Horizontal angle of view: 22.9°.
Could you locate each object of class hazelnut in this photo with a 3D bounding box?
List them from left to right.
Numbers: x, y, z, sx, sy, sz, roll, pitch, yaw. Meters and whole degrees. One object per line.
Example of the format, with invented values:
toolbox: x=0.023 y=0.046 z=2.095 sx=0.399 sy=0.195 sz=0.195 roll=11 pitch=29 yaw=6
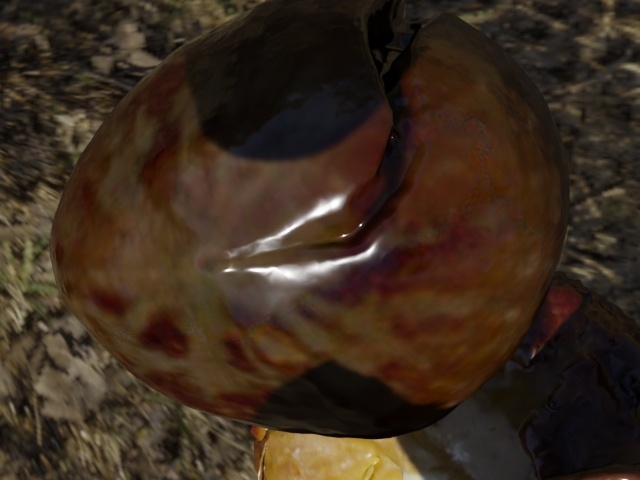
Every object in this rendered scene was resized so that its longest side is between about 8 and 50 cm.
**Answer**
hazelnut: x=0.000 y=0.000 z=0.710 sx=0.233 sy=0.218 sz=0.218 roll=-25 pitch=104 yaw=25

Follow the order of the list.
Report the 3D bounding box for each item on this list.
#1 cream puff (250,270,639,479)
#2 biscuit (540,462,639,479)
cream puff: x=0.124 y=0.161 z=1.060 sx=0.228 sy=0.350 sz=0.351 roll=-28 pitch=105 yaw=-49
biscuit: x=0.131 y=0.205 z=0.785 sx=0.228 sy=0.031 sz=0.176 roll=-30 pitch=91 yaw=12
